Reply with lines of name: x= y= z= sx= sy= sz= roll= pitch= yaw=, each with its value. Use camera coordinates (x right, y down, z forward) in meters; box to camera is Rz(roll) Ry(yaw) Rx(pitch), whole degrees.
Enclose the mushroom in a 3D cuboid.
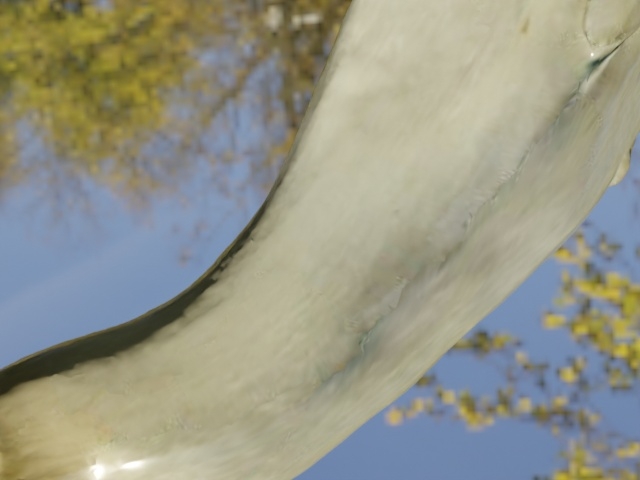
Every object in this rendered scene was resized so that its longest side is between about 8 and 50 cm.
mushroom: x=0.002 y=0.001 z=0.544 sx=0.278 sy=0.096 sz=0.099 roll=-45 pitch=-158 yaw=-5
